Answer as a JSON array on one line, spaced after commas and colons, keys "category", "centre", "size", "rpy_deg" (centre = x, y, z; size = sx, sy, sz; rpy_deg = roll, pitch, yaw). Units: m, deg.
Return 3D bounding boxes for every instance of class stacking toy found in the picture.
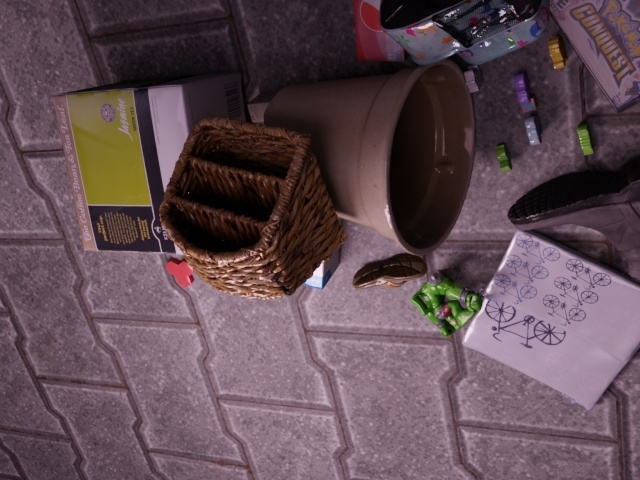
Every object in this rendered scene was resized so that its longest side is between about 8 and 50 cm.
[{"category": "stacking toy", "centre": [0.362, -0.227, 1.337], "size": [0.167, 0.052, 0.221], "rpy_deg": [-11, 116, 31]}]

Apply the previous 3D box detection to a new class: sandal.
[{"category": "sandal", "centre": [0.150, 0.075, 1.627], "size": [0.180, 0.072, 0.049], "rpy_deg": [-17, 127, 35]}]

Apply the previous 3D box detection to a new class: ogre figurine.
[{"category": "ogre figurine", "centre": [0.255, 0.128, 1.582], "size": [0.118, 0.197, 0.097], "rpy_deg": [39, 84, 7]}]

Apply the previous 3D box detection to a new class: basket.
[{"category": "basket", "centre": [-0.144, -0.055, 1.295], "size": [0.299, 0.213, 0.223], "rpy_deg": [19, 142, 43]}]

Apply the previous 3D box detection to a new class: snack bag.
[{"category": "snack bag", "centre": [0.472, 0.167, 1.546], "size": [0.323, 0.037, 0.342], "rpy_deg": [27, 128, 8]}]

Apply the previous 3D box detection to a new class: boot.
[{"category": "boot", "centre": [0.521, -0.013, 1.364], "size": [0.338, 0.118, 0.222], "rpy_deg": [-13, 119, 36]}]

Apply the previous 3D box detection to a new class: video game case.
[{"category": "video game case", "centre": [0.500, -0.369, 1.190], "size": [0.248, 0.035, 0.275], "rpy_deg": [-30, 104, 36]}]

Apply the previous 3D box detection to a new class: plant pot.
[{"category": "plant pot", "centre": [0.069, -0.161, 1.379], "size": [0.306, 0.334, 0.333], "rpy_deg": [10, 125, 33]}]

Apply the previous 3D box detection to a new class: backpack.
[{"category": "backpack", "centre": [0.216, -0.380, 1.159], "size": [0.254, 0.225, 0.191], "rpy_deg": [-16, 142, 40]}]

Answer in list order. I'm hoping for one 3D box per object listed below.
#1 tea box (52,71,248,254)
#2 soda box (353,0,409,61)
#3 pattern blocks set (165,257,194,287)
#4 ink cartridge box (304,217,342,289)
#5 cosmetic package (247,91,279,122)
[{"category": "tea box", "centre": [-0.326, -0.159, 1.571], "size": [0.324, 0.220, 0.329], "rpy_deg": [2, 109, 25]}, {"category": "soda box", "centre": [0.107, -0.441, 1.304], "size": [0.092, 0.083, 0.263], "rpy_deg": [7, 123, 22]}, {"category": "pattern blocks set", "centre": [-0.344, -0.053, 1.808], "size": [0.285, 0.026, 0.325], "rpy_deg": [-29, 105, 36]}, {"category": "ink cartridge box", "centre": [0.000, 0.000, 1.624], "size": [0.060, 0.104, 0.180], "rpy_deg": [15, 126, 17]}, {"category": "cosmetic package", "centre": [-0.079, -0.266, 1.522], "size": [0.115, 0.060, 0.041], "rpy_deg": [0, 121, 28]}]
